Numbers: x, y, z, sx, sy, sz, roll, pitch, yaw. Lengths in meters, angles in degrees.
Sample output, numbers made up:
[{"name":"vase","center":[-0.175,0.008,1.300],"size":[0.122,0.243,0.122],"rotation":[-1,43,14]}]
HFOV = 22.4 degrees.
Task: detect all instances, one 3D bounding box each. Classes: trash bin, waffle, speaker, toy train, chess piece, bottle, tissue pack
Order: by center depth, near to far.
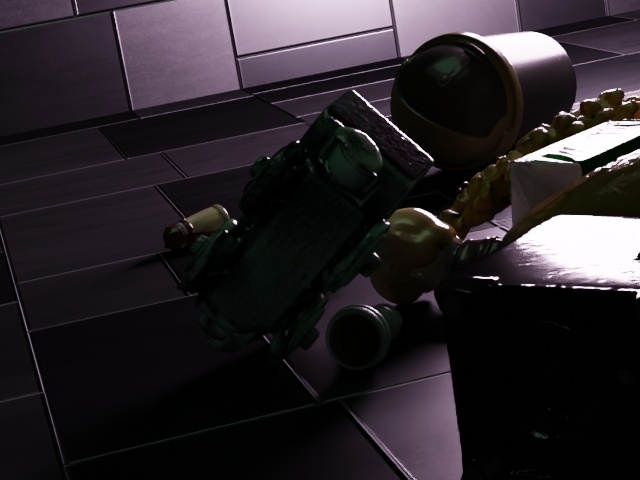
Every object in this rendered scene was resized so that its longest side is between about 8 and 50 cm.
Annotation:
[{"name":"speaker","center":[0.243,0.085,1.307],"size":[0.232,0.184,0.254],"rotation":[1,15,36]},{"name":"chess piece","center":[0.050,0.093,1.671],"size":[0.067,0.067,0.103],"rotation":[-5,5,20]},{"name":"toy train","center":[-0.014,-0.007,1.718],"size":[0.299,0.167,0.238],"rotation":[-50,-3,30]},{"name":"tissue pack","center":[0.336,-0.044,1.841],"size":[0.156,0.148,0.209],"rotation":[7,20,42]},{"name":"waffle","center":[0.292,-0.106,2.056],"size":[0.293,0.069,0.260],"rotation":[-23,-15,-43]},{"name":"bottle","center":[-0.180,-0.014,2.304],"size":[0.101,0.047,0.063],"rotation":[-24,-8,-33]},{"name":"trash bin","center":[0.246,-0.222,2.513],"size":[0.214,0.214,0.334],"rotation":[2,12,40]}]

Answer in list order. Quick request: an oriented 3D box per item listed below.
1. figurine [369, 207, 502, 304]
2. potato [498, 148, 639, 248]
[{"name":"figurine","center":[0.149,0.024,1.818],"size":[0.196,0.108,0.114],"rotation":[10,59,21]},{"name":"potato","center":[0.297,0.019,1.559],"size":[0.266,0.229,0.229],"rotation":[-19,6,34]}]
